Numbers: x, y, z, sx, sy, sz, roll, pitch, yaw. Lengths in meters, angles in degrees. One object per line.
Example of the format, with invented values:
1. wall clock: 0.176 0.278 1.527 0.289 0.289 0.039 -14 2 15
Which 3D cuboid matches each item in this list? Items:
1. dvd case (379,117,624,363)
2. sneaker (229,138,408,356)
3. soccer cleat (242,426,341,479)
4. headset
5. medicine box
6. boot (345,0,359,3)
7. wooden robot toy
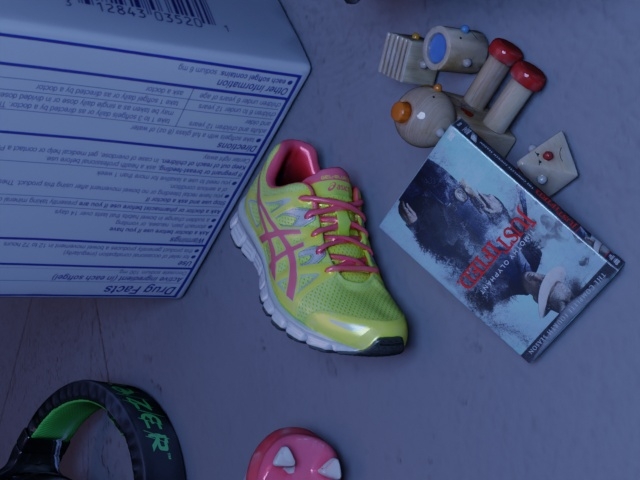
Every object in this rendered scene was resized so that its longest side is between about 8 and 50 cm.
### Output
1. dvd case: 0.098 0.002 0.642 0.119 0.013 0.087 43 129 10
2. sneaker: 0.000 0.000 0.782 0.208 0.081 0.094 50 126 46
3. soccer cleat: -0.044 0.253 0.806 0.095 0.083 0.248 150 136 -74
4. headset: -0.233 0.325 1.109 0.243 0.185 0.394 41 107 45
5. medicine box: -0.198 -0.094 0.919 0.289 0.263 0.149 -56 44 38
6. boot: -0.007 -0.347 0.519 0.367 0.146 0.445 -12 119 54
7. wooden robot toy: 0.074 -0.084 0.674 0.173 0.079 0.076 56 132 41
